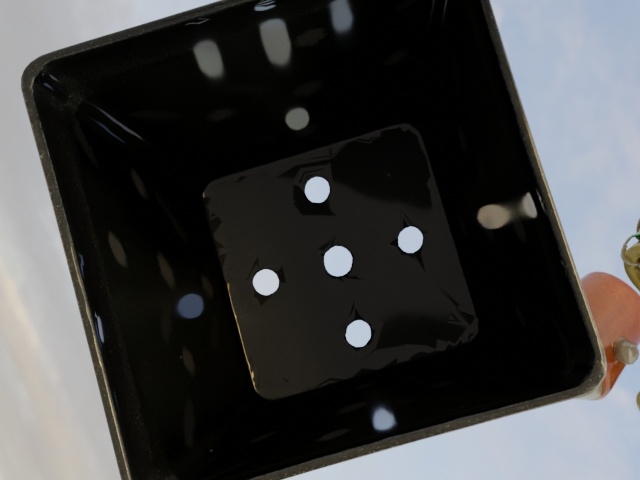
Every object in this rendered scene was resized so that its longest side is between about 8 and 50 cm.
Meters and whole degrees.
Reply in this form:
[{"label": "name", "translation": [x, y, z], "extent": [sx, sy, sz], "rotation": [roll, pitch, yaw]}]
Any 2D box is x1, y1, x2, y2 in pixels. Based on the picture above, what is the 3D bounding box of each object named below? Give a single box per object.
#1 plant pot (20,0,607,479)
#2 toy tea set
[{"label": "plant pot", "translation": [0.000, 0.000, 0.528], "extent": [0.167, 0.187, 0.188], "rotation": [51, 23, -82]}, {"label": "toy tea set", "translation": [0.281, 0.093, 0.952], "extent": [0.200, 0.124, 0.336], "rotation": [43, -22, 10]}]
